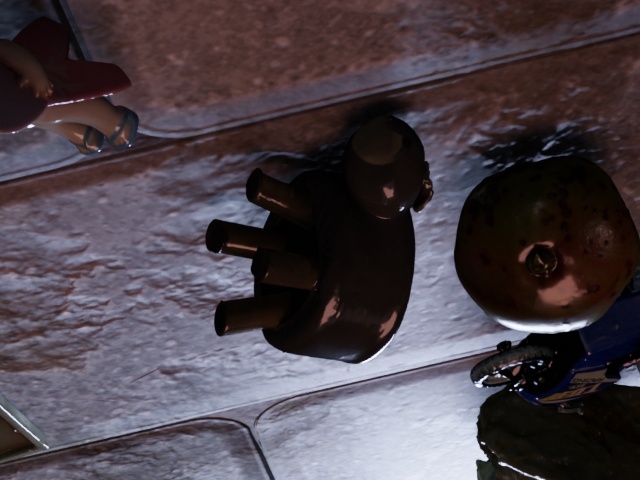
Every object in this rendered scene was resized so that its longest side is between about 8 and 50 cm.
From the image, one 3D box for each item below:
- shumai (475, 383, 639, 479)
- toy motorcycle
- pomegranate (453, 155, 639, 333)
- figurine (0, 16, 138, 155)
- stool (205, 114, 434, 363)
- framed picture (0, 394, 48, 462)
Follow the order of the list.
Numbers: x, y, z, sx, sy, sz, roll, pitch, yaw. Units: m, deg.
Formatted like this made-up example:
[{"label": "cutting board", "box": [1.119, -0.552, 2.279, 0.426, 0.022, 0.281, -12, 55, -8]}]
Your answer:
[{"label": "shumai", "box": [0.272, 0.265, 1.840, 0.256, 0.189, 0.218, 10, 141, -23]}, {"label": "toy motorcycle", "box": [0.294, 0.100, 1.660, 0.315, 0.113, 0.169, -17, 160, -7]}, {"label": "pomegranate", "box": [0.200, 0.003, 1.442, 0.159, 0.159, 0.205, -20, 174, 13]}, {"label": "figurine", "box": [-0.247, -0.122, 1.137, 0.205, 0.102, 0.260, 10, 172, 44]}, {"label": "stool", "box": [-0.003, -0.004, 1.368, 0.139, 0.153, 0.228, 11, 100, -27]}, {"label": "framed picture", "box": [-0.435, 0.170, 1.602, 0.241, 0.020, 0.324, -18, 148, 9]}]
